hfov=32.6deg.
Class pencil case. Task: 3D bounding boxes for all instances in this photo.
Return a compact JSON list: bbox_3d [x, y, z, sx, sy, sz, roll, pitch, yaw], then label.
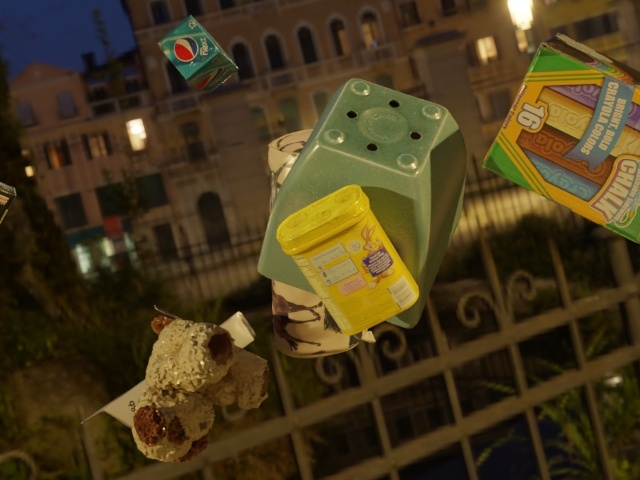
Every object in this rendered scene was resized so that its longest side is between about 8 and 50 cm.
[{"bbox_3d":[0.000,0.000,1.976,0.183,0.410,0.160,-6,16,-16],"label":"pencil case"}]

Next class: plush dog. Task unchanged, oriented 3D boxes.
[{"bbox_3d":[-0.232,0.251,1.791,0.210,0.225,0.262,17,-16,24],"label":"plush dog"}]

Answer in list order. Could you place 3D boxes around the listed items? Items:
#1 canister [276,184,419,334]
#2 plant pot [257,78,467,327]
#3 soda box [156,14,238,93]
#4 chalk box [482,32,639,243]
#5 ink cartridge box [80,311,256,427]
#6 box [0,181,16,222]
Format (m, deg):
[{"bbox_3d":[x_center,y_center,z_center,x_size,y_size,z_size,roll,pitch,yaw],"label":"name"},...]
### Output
[{"bbox_3d":[0.038,0.029,1.425,0.126,0.170,0.073,-27,25,13],"label":"canister"},{"bbox_3d":[0.071,-0.076,1.538,0.247,0.252,0.247,19,52,10],"label":"plant pot"},{"bbox_3d":[-0.183,-0.279,1.664,0.067,0.071,0.210,-39,0,4],"label":"soda box"},{"bbox_3d":[0.388,-0.124,1.421,0.289,0.179,0.180,29,21,10],"label":"chalk box"},{"bbox_3d":[-0.267,0.247,1.973,0.332,0.065,0.165,-34,0,-2],"label":"ink cartridge box"},{"bbox_3d":[-0.700,-0.062,2.012,0.220,0.175,0.051,26,10,-29],"label":"box"}]
